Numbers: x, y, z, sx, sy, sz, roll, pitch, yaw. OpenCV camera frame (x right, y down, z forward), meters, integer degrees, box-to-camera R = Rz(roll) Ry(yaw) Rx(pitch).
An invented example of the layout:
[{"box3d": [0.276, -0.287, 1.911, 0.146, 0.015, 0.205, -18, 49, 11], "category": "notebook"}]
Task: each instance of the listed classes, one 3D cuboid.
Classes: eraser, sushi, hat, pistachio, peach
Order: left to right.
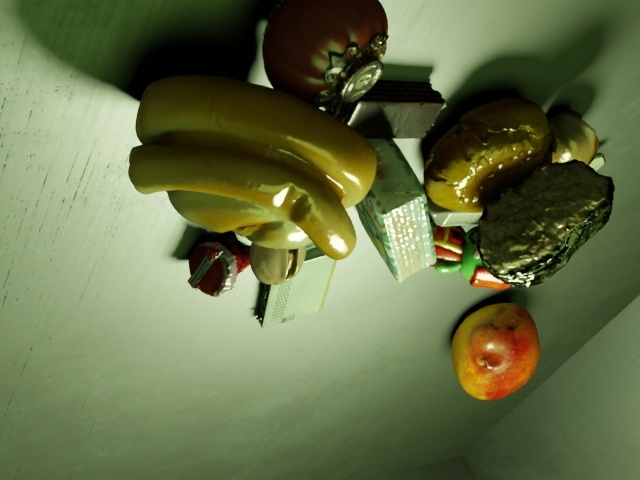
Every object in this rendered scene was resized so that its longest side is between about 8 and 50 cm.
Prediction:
[{"box3d": [-0.196, 0.042, 1.765, 0.227, 0.129, 0.140, -18, 133, -50], "category": "hat"}, {"box3d": [-0.095, 0.005, 1.720, 0.126, 0.152, 0.223, -9, 128, -27], "category": "pistachio"}, {"box3d": [0.399, -0.090, 2.046, 0.352, 0.089, 0.061, -4, 142, -34], "category": "eraser"}, {"box3d": [0.605, 0.382, 2.682, 0.373, 0.289, 0.372, -28, 155, -14], "category": "peach"}, {"box3d": [0.520, -0.047, 1.807, 0.350, 0.211, 0.171, -35, 146, 4], "category": "sushi"}, {"box3d": [0.625, -0.241, 1.981, 0.165, 0.130, 0.210, 6, 133, 20], "category": "pistachio"}]

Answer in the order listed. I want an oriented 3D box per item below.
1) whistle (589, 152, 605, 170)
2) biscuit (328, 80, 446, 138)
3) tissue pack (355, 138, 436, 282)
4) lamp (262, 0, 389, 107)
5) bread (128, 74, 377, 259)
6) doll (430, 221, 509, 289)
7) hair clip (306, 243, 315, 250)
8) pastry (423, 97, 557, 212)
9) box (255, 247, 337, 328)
[{"box3d": [0.689, -0.178, 2.168, 0.236, 0.077, 0.114, -29, 109, -5], "category": "whistle"}, {"box3d": [0.141, -0.270, 1.605, 0.252, 0.070, 0.106, -6, 142, -33], "category": "biscuit"}, {"box3d": [0.153, -0.082, 1.731, 0.128, 0.228, 0.310, -28, 147, -2], "category": "tissue pack"}, {"box3d": [0.004, -0.331, 1.289, 0.227, 0.226, 0.226, -21, 147, -14], "category": "lamp"}, {"box3d": [-0.119, -0.125, 1.333, 0.424, 0.329, 0.245, 18, 90, -22], "category": "bread"}, {"box3d": [0.455, 0.044, 2.072, 0.363, 0.182, 0.160, 9, 136, 11], "category": "doll"}, {"box3d": [0.000, 0.000, 1.905, 0.189, 0.033, 0.060, -9, 141, -26], "category": "hair clip"}, {"box3d": [0.406, -0.191, 1.842, 0.356, 0.163, 0.356, -24, 152, -14], "category": "pastry"}, {"box3d": [-0.065, 0.119, 2.009, 0.211, 0.045, 0.270, -15, 146, -22], "category": "box"}]
